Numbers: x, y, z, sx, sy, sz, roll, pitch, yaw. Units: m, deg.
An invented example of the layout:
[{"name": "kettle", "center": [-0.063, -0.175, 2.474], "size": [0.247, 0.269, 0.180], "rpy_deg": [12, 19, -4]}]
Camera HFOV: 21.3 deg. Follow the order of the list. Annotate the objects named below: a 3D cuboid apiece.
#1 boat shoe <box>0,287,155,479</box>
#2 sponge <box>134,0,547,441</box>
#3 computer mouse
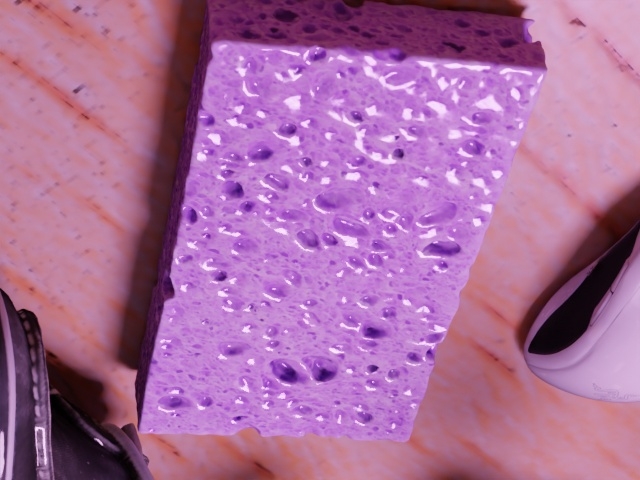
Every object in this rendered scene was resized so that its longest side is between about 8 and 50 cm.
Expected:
[{"name": "boat shoe", "center": [-0.119, 0.114, 0.706], "size": [0.119, 0.121, 0.335], "rpy_deg": [-6, 148, -12]}, {"name": "sponge", "center": [0.000, 0.000, 0.645], "size": [0.117, 0.031, 0.210], "rpy_deg": [4, 135, -12]}, {"name": "computer mouse", "center": [0.154, 0.013, 0.670], "size": [0.106, 0.042, 0.193], "rpy_deg": [18, 131, -25]}]
